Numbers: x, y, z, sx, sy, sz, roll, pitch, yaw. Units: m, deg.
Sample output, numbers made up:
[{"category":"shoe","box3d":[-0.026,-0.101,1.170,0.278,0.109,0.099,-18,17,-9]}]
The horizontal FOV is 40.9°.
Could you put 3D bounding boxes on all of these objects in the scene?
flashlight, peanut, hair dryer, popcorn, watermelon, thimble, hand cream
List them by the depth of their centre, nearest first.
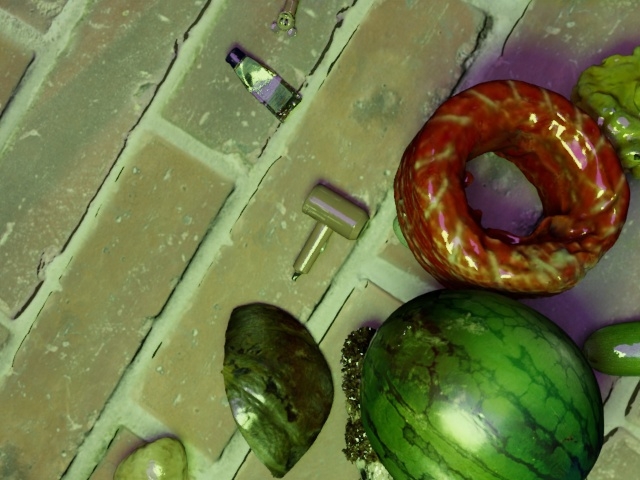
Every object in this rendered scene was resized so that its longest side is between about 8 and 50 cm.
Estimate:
[{"category":"watermelon","box3d":[0.229,0.239,1.239,0.363,0.363,0.363,0,89,13]},{"category":"thimble","box3d":[0.287,-0.069,1.355,0.350,0.230,0.350,1,79,-6]},{"category":"popcorn","box3d":[0.511,-0.207,1.381,0.218,0.169,0.189,45,98,6]},{"category":"hair dryer","box3d":[0.000,0.000,1.553,0.117,0.064,0.182,32,103,10]},{"category":"peanut","box3d":[-0.320,0.479,1.581,0.137,0.122,0.253,13,96,22]},{"category":"flashlight","box3d":[-0.055,-0.433,1.584,0.052,0.031,0.110,19,93,13]},{"category":"hand cream","box3d":[-0.109,-0.294,1.594,0.163,0.039,0.062,44,96,4]}]

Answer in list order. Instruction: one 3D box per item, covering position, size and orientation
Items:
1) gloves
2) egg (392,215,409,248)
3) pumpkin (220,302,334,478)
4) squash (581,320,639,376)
[{"category":"gloves","box3d":[0.108,0.300,1.456,0.135,0.210,0.312,-5,95,28]},{"category":"egg","box3d":[0.179,-0.018,1.495,0.110,0.085,0.085,10,91,20]},{"category":"pumpkin","box3d":[-0.074,0.248,1.501,0.148,0.169,0.312,-26,83,13]},{"category":"squash","box3d":[0.618,0.172,1.385,0.378,0.101,0.101,-1,88,15]}]
